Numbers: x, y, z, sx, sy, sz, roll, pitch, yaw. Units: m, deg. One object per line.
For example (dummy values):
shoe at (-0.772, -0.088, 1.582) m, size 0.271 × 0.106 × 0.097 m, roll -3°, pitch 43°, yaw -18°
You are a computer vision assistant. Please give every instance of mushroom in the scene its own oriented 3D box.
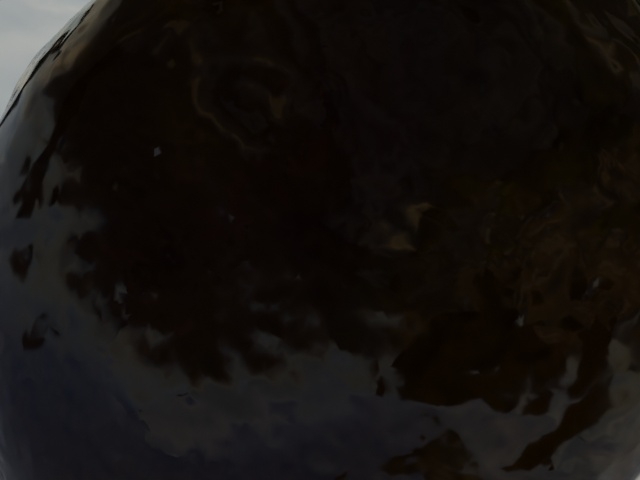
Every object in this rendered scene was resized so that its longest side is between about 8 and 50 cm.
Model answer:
mushroom at (-0.013, -0.001, 0.423) m, size 0.195 × 0.283 × 0.263 m, roll 18°, pitch -122°, yaw -41°
